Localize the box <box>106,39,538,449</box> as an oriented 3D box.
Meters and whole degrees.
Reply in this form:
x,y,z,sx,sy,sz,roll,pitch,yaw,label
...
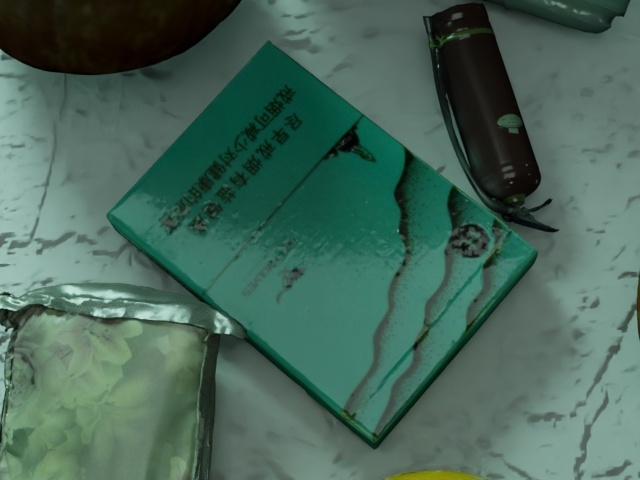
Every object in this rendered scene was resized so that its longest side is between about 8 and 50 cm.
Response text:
x,y,z,sx,sy,sz,roll,pitch,yaw,label
0.000,0.000,0.928,0.226,0.042,0.161,39,80,12,box

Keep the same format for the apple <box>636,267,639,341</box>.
x,y,z,sx,sy,sz,roll,pitch,yaw,label
0.278,0.023,0.840,0.181,0.181,0.168,13,79,6,apple

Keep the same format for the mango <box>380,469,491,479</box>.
x,y,z,sx,sy,sz,roll,pitch,yaw,label
0.025,0.251,0.818,0.176,0.119,0.317,40,84,4,mango

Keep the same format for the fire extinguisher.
x,y,z,sx,sy,sz,roll,pitch,yaw,label
0.108,-0.078,0.944,0.064,0.043,0.158,-4,69,-35,fire extinguisher

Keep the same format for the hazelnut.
x,y,z,sx,sy,sz,roll,pitch,yaw,label
-0.149,-0.210,0.913,0.234,0.218,0.218,11,75,4,hazelnut

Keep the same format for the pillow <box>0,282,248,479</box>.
x,y,z,sx,sy,sz,roll,pitch,yaw,label
-0.135,0.151,0.885,0.169,0.059,0.255,4,76,4,pillow

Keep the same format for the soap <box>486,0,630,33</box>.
x,y,z,sx,sy,sz,roll,pitch,yaw,label
0.088,-0.234,0.938,0.261,0.150,0.094,19,71,8,soap
